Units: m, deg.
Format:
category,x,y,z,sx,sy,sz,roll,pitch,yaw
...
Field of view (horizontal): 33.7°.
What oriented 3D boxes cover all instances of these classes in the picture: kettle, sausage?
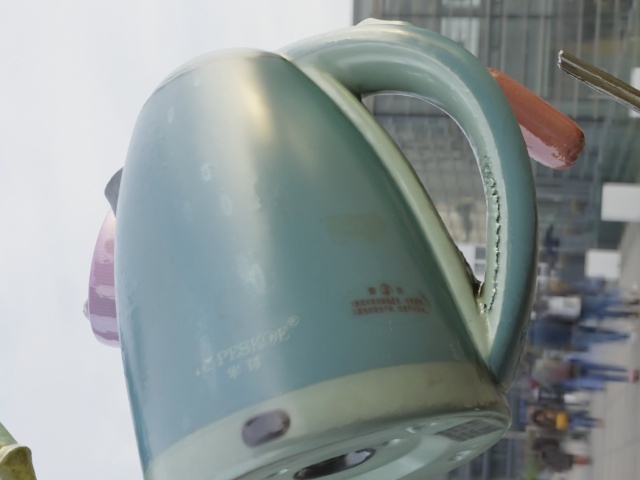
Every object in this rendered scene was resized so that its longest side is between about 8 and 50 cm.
category,x,y,z,sx,sy,sz,roll,pitch,yaw
kettle,0.000,0.000,0.759,0.247,0.320,0.342,47,-156,-64
sausage,0.234,-0.139,1.210,0.062,0.154,0.062,-52,-8,-10

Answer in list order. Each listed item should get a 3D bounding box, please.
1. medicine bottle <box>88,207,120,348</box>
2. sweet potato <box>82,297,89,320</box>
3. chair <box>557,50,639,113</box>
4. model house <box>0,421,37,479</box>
category,x,y,z,sx,sy,sz,roll,pitch,yaw
medicine bottle,-0.107,0.058,1.311,0.202,0.316,0.202,7,-90,-81
sweet potato,-0.353,0.124,1.873,0.097,0.252,0.097,4,-96,-38
chair,0.435,-0.211,1.249,0.166,0.272,0.188,-62,-6,18
model house,-0.402,0.308,1.093,0.267,0.325,0.194,-40,-22,-20
